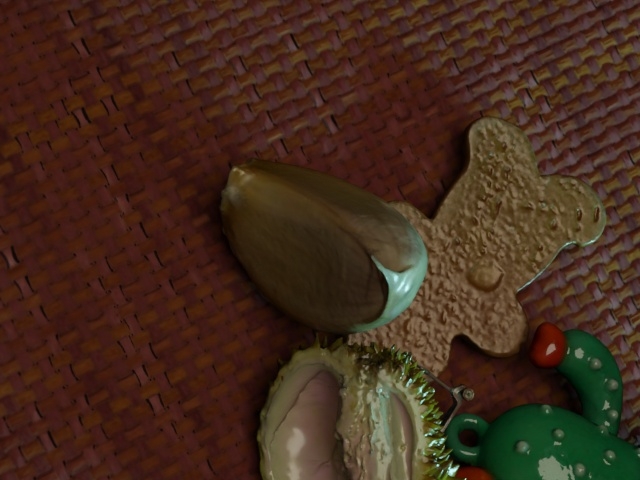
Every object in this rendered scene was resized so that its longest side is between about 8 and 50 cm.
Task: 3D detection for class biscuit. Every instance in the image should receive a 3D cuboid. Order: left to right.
[{"bbox_3d":[0.137,0.027,1.743,0.205,0.049,0.324,40,71,-8],"label":"biscuit"}]

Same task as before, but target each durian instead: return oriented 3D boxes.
[{"bbox_3d":[0.045,0.204,1.629,0.138,0.183,0.249,-13,85,-46],"label":"durian"}]

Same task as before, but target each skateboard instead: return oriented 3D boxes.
[{"bbox_3d":[0.101,0.148,1.674,0.083,0.032,0.064,40,74,-13],"label":"skateboard"}]

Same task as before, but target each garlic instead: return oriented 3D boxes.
[{"bbox_3d":[0.010,0.008,1.616,0.145,0.245,0.164,-55,139,-7],"label":"garlic"}]

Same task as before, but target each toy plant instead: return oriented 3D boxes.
[{"bbox_3d":[0.315,0.239,1.700,0.400,0.185,0.279,11,87,-1],"label":"toy plant"}]
